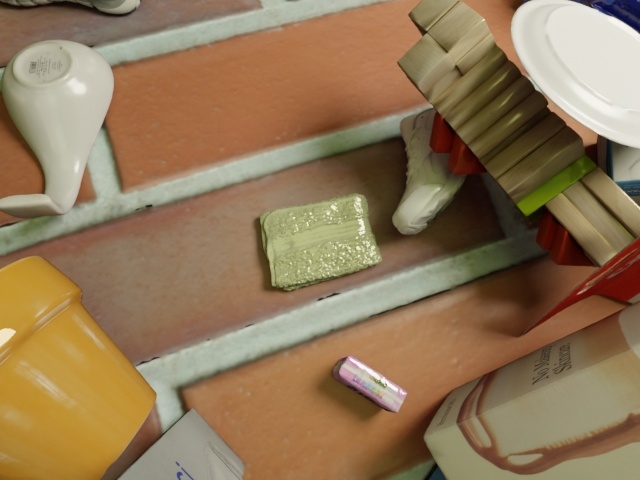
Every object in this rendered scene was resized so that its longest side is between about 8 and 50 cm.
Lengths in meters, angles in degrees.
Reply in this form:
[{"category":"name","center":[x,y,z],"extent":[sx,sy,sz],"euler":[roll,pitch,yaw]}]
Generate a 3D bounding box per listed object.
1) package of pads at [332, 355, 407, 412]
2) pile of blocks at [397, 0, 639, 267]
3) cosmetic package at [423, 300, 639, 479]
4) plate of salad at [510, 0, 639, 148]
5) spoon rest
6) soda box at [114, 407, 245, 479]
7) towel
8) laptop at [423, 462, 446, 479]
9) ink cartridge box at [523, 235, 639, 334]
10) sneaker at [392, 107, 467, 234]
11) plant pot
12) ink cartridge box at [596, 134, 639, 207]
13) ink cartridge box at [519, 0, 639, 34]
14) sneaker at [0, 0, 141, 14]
[{"category":"package of pads","center":[0.057,0.170,0.502],"extent":[0.083,0.050,0.032],"euler":[32,72,2]},{"category":"pile of blocks","center":[0.207,-0.102,0.479],"extent":[0.113,0.149,0.362],"euler":[-40,91,20]},{"category":"cosmetic package","center":[0.269,0.160,0.397],"extent":[0.296,0.153,0.129],"euler":[-38,75,25]},{"category":"plate of salad","center":[0.272,-0.165,0.419],"extent":[0.200,0.048,0.199],"euler":[6,62,-12]},{"category":"spoon rest","center":[-0.338,-0.144,0.531],"extent":[0.137,0.084,0.276],"euler":[-5,65,-7]},{"category":"soda box","center":[-0.134,0.230,0.351],"extent":[0.091,0.286,0.098],"euler":[-43,85,-13]},{"category":"towel","center":[0.000,0.000,0.546],"extent":[0.148,0.027,0.110],"euler":[-12,80,-8]},{"category":"laptop","center":[0.191,0.482,0.360],"extent":[0.382,0.408,0.236],"euler":[41,111,5]},{"category":"ink cartridge box","center":[0.447,0.007,0.438],"extent":[0.385,0.308,0.091],"euler":[-22,62,-10]},{"category":"sneaker","center":[0.144,-0.110,0.562],"extent":[0.115,0.090,0.232],"euler":[33,68,9]},{"category":"plant pot","center":[-0.279,0.151,0.414],"extent":[0.188,0.205,0.205],"euler":[42,77,-11]},{"category":"ink cartridge box","center":[0.406,-0.099,0.540],"extent":[0.078,0.231,0.134],"euler":[-3,75,30]},{"category":"ink cartridge box","center":[0.496,-0.408,0.620],"extent":[0.270,0.151,0.395],"euler":[33,79,2]},{"category":"sneaker","center":[-0.360,-0.376,0.540],"extent":[0.229,0.132,0.086],"euler":[3,78,-5]}]
